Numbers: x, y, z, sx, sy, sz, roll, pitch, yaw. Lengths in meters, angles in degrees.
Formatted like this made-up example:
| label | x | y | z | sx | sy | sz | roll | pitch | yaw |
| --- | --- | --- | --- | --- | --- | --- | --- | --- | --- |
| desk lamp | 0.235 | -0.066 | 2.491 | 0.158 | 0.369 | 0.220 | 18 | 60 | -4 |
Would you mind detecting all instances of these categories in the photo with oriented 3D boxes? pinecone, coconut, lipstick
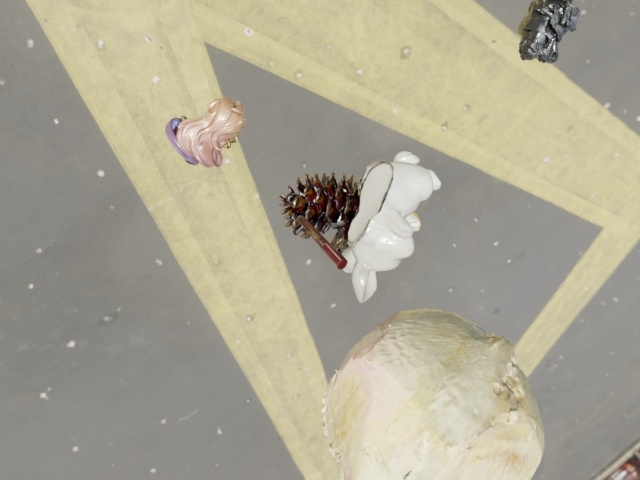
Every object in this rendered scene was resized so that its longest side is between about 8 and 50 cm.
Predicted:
| label | x | y | z | sx | sy | sz | roll | pitch | yaw |
| --- | --- | --- | --- | --- | --- | --- | --- | --- | --- |
| pinecone | 0.029 | -0.070 | 1.323 | 0.292 | 0.246 | 0.246 | 13 | 119 | -7 |
| coconut | 0.228 | 0.312 | 0.943 | 0.405 | 0.404 | 0.404 | -17 | 131 | -20 |
| lipstick | 0.000 | 0.000 | 1.062 | 0.027 | 0.176 | 0.027 | -21 | 135 | -23 |

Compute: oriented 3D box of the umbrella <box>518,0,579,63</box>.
| label | x | y | z | sx | sy | sz | roll | pitch | yaw |
| --- | --- | --- | --- | --- | --- | --- | --- | --- | --- |
| umbrella | 0.600 | -0.617 | 1.244 | 0.128 | 0.154 | 0.336 | 17 | 96 | 0 |

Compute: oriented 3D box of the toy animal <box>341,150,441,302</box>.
| label | x | y | z | sx | sy | sz | roll | pitch | yaw |
| --- | --- | --- | --- | --- | --- | --- | --- | --- | --- |
| toy animal | 0.136 | -0.034 | 1.108 | 0.154 | 0.208 | 0.325 | 24 | 112 | -27 |

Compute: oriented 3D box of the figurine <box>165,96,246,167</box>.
| label | x | y | z | sx | sy | sz | roll | pitch | yaw |
| --- | --- | --- | --- | --- | --- | --- | --- | --- | --- |
| figurine | -0.206 | -0.199 | 0.931 | 0.157 | 0.114 | 0.126 | -12 | 146 | 27 |
